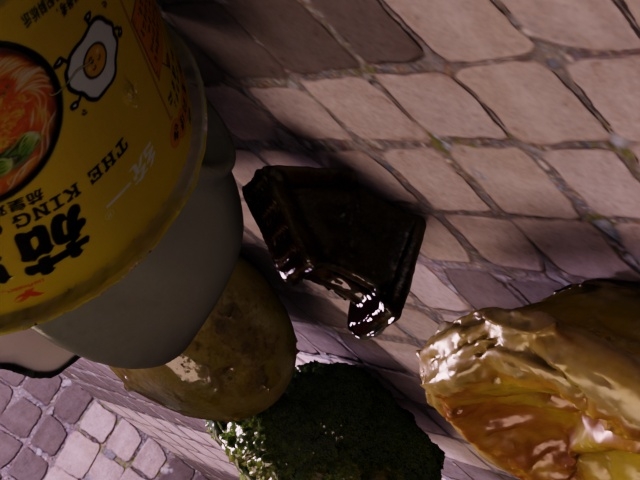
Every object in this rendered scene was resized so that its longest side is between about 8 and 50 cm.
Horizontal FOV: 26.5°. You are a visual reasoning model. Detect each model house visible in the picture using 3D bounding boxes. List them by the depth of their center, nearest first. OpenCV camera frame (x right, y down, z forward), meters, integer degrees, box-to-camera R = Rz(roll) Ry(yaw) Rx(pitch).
[{"bbox_3d":[-0.002,0.002,1.110,0.152,0.106,0.165,31,158,-7],"label":"model house"}]

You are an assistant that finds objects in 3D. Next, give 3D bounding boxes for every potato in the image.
[{"bbox_3d":[-0.142,0.099,1.496,0.210,0.173,0.307,37,164,-23],"label":"potato"}]

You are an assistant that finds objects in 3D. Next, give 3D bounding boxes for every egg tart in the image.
[{"bbox_3d":[0.231,0.128,1.031,0.341,0.132,0.341,27,163,9],"label":"egg tart"}]

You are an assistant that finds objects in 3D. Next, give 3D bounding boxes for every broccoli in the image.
[{"bbox_3d":[-0.014,0.276,1.596,0.304,0.283,0.321,20,180,2],"label":"broccoli"}]

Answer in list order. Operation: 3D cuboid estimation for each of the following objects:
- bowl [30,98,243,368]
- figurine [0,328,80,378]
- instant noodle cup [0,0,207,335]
[{"bbox_3d":[-0.160,-0.057,1.068,0.289,0.289,0.146,38,117,-21],"label":"bowl"},{"bbox_3d":[-0.376,-0.008,1.509,0.340,0.231,0.323,37,148,46],"label":"figurine"},{"bbox_3d":[-0.243,-0.135,0.850,0.326,0.325,0.254,25,152,18],"label":"instant noodle cup"}]
